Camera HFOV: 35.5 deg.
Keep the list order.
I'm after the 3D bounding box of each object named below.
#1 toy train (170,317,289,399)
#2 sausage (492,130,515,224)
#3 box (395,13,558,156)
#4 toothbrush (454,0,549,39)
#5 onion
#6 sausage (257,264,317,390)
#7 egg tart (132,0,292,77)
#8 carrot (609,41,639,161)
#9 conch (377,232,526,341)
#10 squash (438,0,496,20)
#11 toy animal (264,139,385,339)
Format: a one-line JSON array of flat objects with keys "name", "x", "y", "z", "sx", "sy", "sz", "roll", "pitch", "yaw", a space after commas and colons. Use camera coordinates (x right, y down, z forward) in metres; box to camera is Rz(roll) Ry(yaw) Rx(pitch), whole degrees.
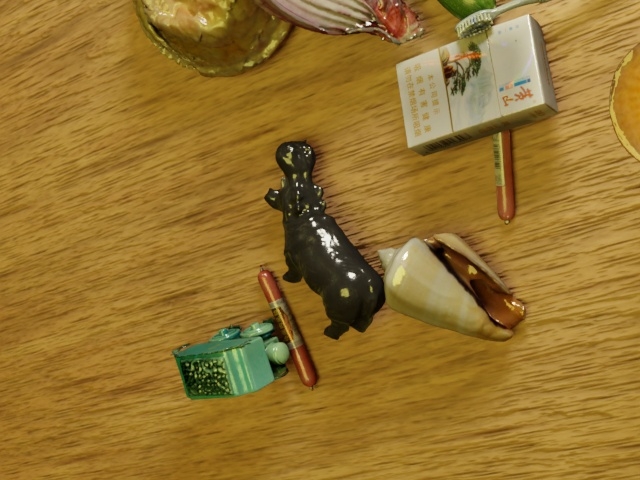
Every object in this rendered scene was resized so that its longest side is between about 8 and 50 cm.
[{"name": "toy train", "x": -0.162, "y": 0.225, "z": 1.838, "sx": 0.203, "sy": 0.163, "sz": 0.112, "roll": -14, "pitch": 97, "yaw": 39}, {"name": "sausage", "x": 0.291, "y": -0.134, "z": 1.595, "sx": 0.029, "sy": 0.029, "sz": 0.223, "roll": 1, "pitch": 102, "yaw": 28}, {"name": "box", "x": 0.240, "y": -0.236, "z": 1.552, "sx": 0.233, "sy": 0.067, "sz": 0.150, "roll": -17, "pitch": 74, "yaw": 30}, {"name": "toothbrush", "x": 0.372, "y": -0.379, "z": 1.465, "sx": 0.375, "sy": 0.037, "sz": 0.028, "roll": -21, "pitch": 124, "yaw": 19}, {"name": "onion", "x": 0.009, "y": -0.439, "z": 1.596, "sx": 0.267, "sy": 0.159, "sz": 0.349, "roll": -42, "pitch": 108, "yaw": -3}, {"name": "sausage", "x": -0.061, "y": 0.161, "z": 1.853, "sx": 0.034, "sy": 0.034, "sz": 0.253, "roll": -24, "pitch": 90, "yaw": 30}, {"name": "egg tart", "x": -0.202, "y": -0.449, "z": 1.719, "sx": 0.352, "sy": 0.150, "sz": 0.352, "roll": 9, "pitch": 110, "yaw": 25}, {"name": "carrot", "x": 0.516, "y": -0.190, "z": 1.335, "sx": 0.196, "sy": 0.254, "sz": 0.196, "roll": 7, "pitch": 103, "yaw": 32}, {"name": "conch", "x": 0.206, "y": 0.081, "z": 1.659, "sx": 0.255, "sy": 0.127, "sz": 0.158, "roll": 36, "pitch": 84, "yaw": -7}, {"name": "squash", "x": 0.192, "y": -0.423, "z": 1.556, "sx": 0.077, "sy": 0.068, "sz": 0.219, "roll": -40, "pitch": 82, "yaw": 37}, {"name": "toy animal", "x": -0.010, "y": 0.003, "z": 1.730, "sx": 0.168, "sy": 0.106, "sz": 0.343, "roll": -45, "pitch": 68, "yaw": 50}]
